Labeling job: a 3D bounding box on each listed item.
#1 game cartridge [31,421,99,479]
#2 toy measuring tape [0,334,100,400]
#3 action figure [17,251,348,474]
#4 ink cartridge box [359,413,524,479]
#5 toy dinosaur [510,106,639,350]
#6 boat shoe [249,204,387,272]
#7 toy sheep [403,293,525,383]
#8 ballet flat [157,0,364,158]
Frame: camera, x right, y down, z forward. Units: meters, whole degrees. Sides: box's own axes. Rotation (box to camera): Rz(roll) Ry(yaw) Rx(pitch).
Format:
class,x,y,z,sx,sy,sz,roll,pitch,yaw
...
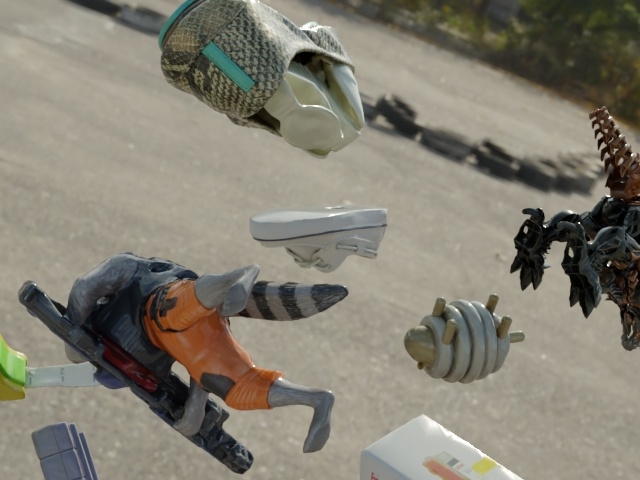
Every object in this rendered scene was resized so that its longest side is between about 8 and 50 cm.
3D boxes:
class,x,y,z,sx,sy,sz,roll,pitch,yaw
game cartridge,-0.315,0.365,1.585,0.068,0.230,0.355,-22,-8,-12
toy measuring tape,-0.411,0.155,1.561,0.330,0.121,0.121,-4,17,-7
action figure,-0.114,0.108,1.204,0.330,0.178,0.341,12,-27,45
ink cartridge box,0.243,0.512,1.953,0.160,0.279,0.385,-22,37,-37
toy dinosaur,0.375,-0.005,1.536,0.219,0.321,0.164,-20,0,-22
boat shoe,0.000,0.000,1.572,0.096,0.088,0.268,7,8,30
toy sheep,0.143,0.097,1.157,0.132,0.091,0.091,0,19,-17
ballet flat,-0.037,-0.175,1.397,0.182,0.164,0.483,45,12,8
